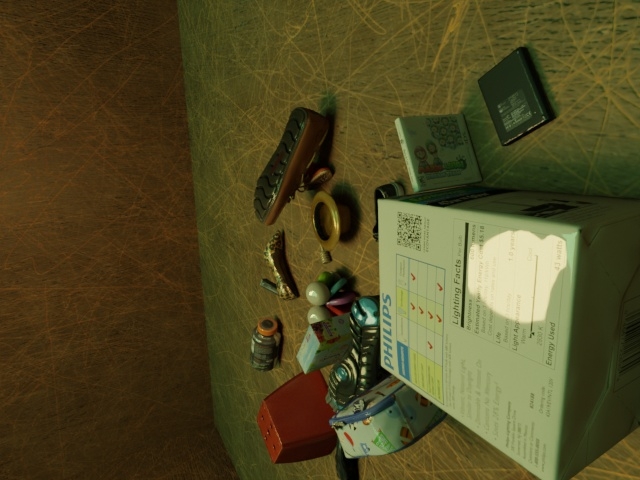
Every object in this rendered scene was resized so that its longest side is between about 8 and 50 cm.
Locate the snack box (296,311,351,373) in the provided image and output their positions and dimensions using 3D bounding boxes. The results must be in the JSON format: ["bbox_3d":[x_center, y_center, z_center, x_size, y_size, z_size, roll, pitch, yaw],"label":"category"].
[{"bbox_3d":[0.051,0.288,1.193,0.070,0.207,0.174,58,144,34],"label":"snack box"}]

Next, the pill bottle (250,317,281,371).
[{"bbox_3d":[-0.249,0.467,1.869,0.130,0.131,0.245,48,138,44],"label":"pill bottle"}]

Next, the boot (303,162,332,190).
[{"bbox_3d":[-0.017,-0.217,1.311,0.158,0.059,0.084,-17,79,62],"label":"boot"}]

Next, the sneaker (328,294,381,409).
[{"bbox_3d":[0.127,0.301,1.074,0.125,0.140,0.340,30,110,38],"label":"sneaker"}]

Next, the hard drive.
[{"bbox_3d":[0.332,-0.245,0.709,0.094,0.022,0.135,-33,70,59],"label":"hard drive"}]

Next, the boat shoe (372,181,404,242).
[{"bbox_3d":[0.164,-0.029,1.024,0.080,0.076,0.228,27,122,56],"label":"boat shoe"}]

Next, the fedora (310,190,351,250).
[{"bbox_3d":[0.038,-0.062,1.238,0.194,0.079,0.194,43,140,53],"label":"fedora"}]

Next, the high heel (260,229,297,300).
[{"bbox_3d":[-0.141,0.103,1.644,0.186,0.093,0.260,21,107,32],"label":"high heel"}]

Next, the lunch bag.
[{"bbox_3d":[0.167,0.360,0.909,0.114,0.304,0.243,62,147,14],"label":"lunch bag"}]

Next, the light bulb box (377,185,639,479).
[{"bbox_3d":[0.292,0.102,0.682,0.361,0.226,0.357,21,117,58],"label":"light bulb box"}]

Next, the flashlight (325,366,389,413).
[{"bbox_3d":[0.110,0.423,1.254,0.103,0.103,0.304,26,131,2],"label":"flashlight"}]

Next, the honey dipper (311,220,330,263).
[{"bbox_3d":[0.000,0.000,1.382,0.030,0.031,0.160,-43,57,57],"label":"honey dipper"}]

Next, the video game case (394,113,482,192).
[{"bbox_3d":[0.226,-0.169,0.783,0.019,0.157,0.143,153,105,-66],"label":"video game case"}]

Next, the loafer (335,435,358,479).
[{"bbox_3d":[0.080,0.754,1.427,0.078,0.076,0.223,14,115,51],"label":"loafer"}]

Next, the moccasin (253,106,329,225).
[{"bbox_3d":[-0.090,-0.215,1.270,0.139,0.147,0.379,37,108,45],"label":"moccasin"}]

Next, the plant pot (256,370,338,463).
[{"bbox_3d":[-0.091,0.674,1.544,0.267,0.236,0.267,58,144,35],"label":"plant pot"}]

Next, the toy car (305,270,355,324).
[{"bbox_3d":[0.043,0.186,1.269,0.137,0.159,0.181,3,103,25],"label":"toy car"}]
